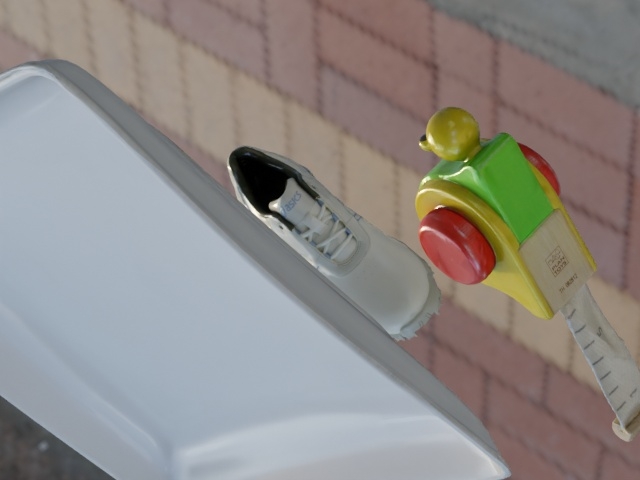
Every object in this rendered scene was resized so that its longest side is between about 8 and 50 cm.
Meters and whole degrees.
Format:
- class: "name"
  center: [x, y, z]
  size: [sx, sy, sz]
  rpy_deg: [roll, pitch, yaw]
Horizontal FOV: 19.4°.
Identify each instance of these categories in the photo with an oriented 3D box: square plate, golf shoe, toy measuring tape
- class: "square plate"
  center: [-0.110, 0.037, 1.060]
  size: [0.347, 0.049, 0.344]
  rpy_deg: [42, 147, -24]
- class: "golf shoe"
  center: [0.000, 0.000, 1.201]
  size: [0.176, 0.069, 0.086]
  rpy_deg: [37, 178, 33]
- class: "toy measuring tape"
  center: [0.163, 0.025, 1.513]
  size: [0.121, 0.121, 0.330]
  rpy_deg: [4, 134, 50]
